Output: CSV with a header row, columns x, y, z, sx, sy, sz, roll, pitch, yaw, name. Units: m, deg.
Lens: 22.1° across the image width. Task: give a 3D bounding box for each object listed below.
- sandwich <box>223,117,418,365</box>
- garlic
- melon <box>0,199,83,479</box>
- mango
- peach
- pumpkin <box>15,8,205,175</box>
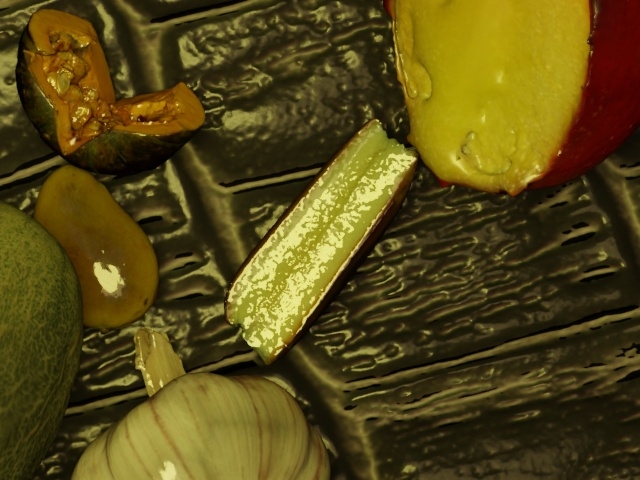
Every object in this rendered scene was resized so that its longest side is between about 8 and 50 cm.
x,y,z,sx,sy,sz,roll,pitch,yaw,name
0.000,0.000,1.550,0.090,0.088,0.244,38,90,4,sandwich
-0.126,0.188,1.497,0.245,0.245,0.253,-25,55,-6,garlic
-0.332,0.107,1.389,0.248,0.248,0.329,29,52,-5,melon
-0.214,0.007,1.531,0.103,0.076,0.161,-26,88,-2,mango
0.192,-0.201,1.485,0.281,0.281,0.338,32,86,-5,peach
-0.209,-0.123,1.514,0.183,0.119,0.108,37,121,1,pumpkin
